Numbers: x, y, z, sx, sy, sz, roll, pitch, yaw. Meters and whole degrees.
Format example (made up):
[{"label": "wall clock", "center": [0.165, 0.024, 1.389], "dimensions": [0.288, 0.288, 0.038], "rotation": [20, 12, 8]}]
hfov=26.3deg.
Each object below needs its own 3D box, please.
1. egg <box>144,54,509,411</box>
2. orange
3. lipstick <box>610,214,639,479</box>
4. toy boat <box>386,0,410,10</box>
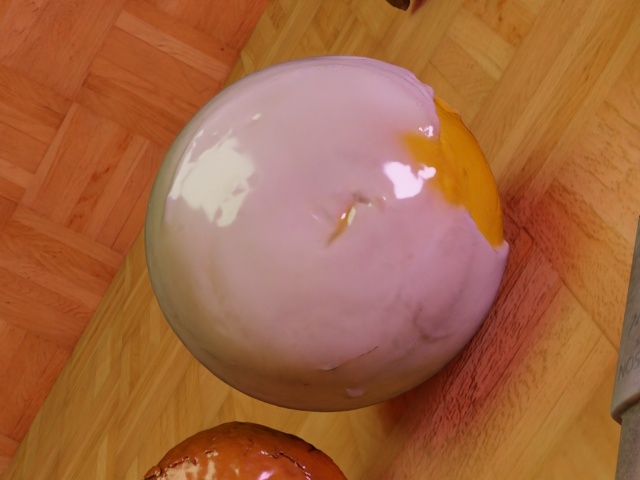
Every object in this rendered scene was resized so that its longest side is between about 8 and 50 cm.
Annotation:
[{"label": "egg", "center": [0.000, 0.000, 1.110], "dimensions": [0.345, 0.283, 0.283], "rotation": [128, 167, -79]}, {"label": "orange", "center": [-0.061, 0.241, 1.086], "dimensions": [0.161, 0.193, 0.193], "rotation": [77, -145, -74]}, {"label": "lipstick", "center": [0.194, 0.088, 0.699], "dimensions": [0.079, 0.077, 0.252], "rotation": [-43, 25, 52]}, {"label": "toy boat", "center": [0.141, -0.396, 1.616], "dimensions": [0.321, 0.122, 0.089], "rotation": [114, 173, -51]}]
